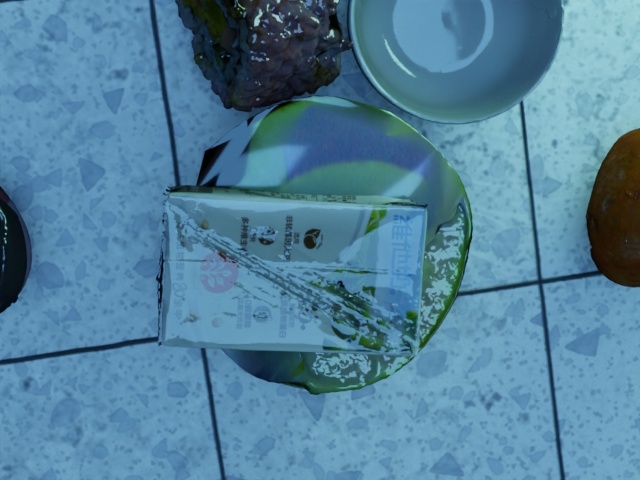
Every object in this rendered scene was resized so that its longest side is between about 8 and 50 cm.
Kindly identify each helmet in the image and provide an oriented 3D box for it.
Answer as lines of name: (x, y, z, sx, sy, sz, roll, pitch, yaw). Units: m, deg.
helmet: (-0.487, -0.012, 1.701, 0.198, 0.154, 0.253, -33, 80, 19)

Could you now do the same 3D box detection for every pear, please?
pear: (0.004, 0.000, 1.735, 0.399, 0.165, 0.399, 0, 99, -3)

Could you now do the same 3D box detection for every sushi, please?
sushi: (-0.088, -0.309, 1.666, 0.171, 0.236, 0.270, -20, 70, -21)

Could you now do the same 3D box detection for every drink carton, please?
drink carton: (-0.040, 0.036, 1.587, 0.325, 0.132, 0.194, 3, 98, -5)

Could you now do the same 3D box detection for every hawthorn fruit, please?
hawthorn fruit: (0.480, -0.077, 1.757, 0.211, 0.211, 0.299, 11, 85, -6)

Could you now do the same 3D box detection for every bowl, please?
bowl: (0.174, -0.301, 1.724, 0.287, 0.144, 0.287, -1, 97, -4)
